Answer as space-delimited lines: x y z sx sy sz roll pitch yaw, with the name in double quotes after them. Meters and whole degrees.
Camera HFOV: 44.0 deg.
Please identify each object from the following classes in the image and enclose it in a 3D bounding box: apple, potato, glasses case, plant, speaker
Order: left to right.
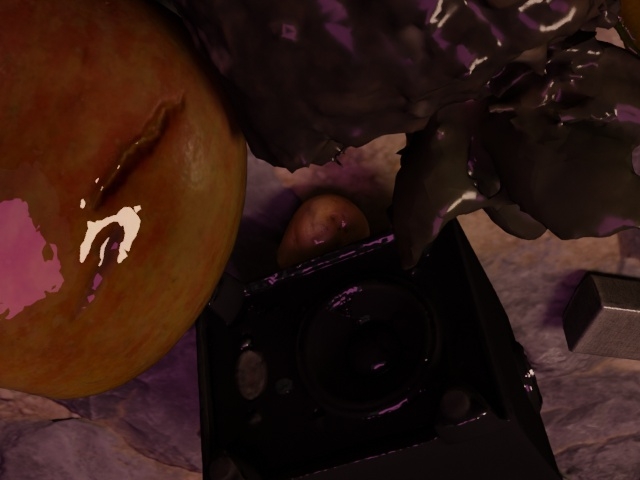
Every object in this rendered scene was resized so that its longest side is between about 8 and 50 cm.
-0.176 -0.031 0.488 0.264 0.264 0.265 -1 129 -1 "apple"
0.000 0.000 0.658 0.068 0.062 0.083 44 139 -13 "potato"
0.049 0.124 0.638 0.232 0.184 0.254 -20 146 14 "speaker"
0.060 -0.131 0.441 0.215 0.213 0.312 -21 126 37 "plant"
0.336 0.079 0.739 0.204 0.047 0.071 7 133 -9 "glasses case"

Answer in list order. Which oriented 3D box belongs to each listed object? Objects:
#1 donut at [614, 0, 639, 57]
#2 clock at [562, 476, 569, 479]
0.279 -0.202 0.422 0.271 0.107 0.272 20 143 17 "donut"
0.207 0.356 0.946 0.210 0.066 0.159 -11 128 7 "clock"
